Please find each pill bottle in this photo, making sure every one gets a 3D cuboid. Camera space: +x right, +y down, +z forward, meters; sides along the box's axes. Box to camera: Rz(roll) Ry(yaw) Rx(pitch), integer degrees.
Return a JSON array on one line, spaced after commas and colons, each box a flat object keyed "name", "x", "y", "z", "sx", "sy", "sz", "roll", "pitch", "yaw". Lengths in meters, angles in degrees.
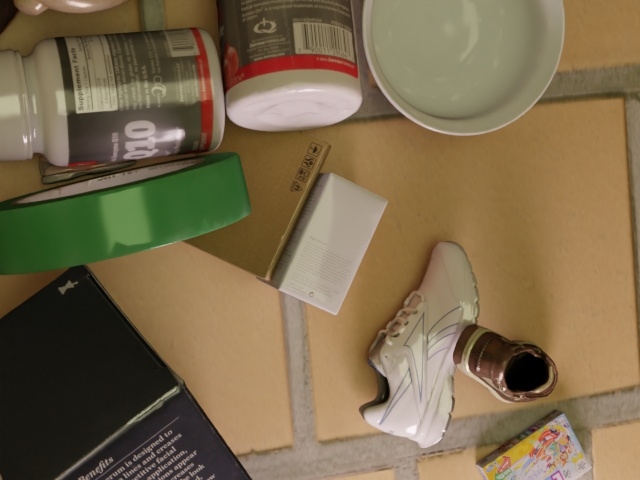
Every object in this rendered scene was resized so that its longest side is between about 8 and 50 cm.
[{"name": "pill bottle", "x": -0.274, "y": -0.178, "z": 1.502, "sx": 0.283, "sy": 0.161, "sz": 0.161, "roll": -7, "pitch": 97, "yaw": -16}, {"name": "pill bottle", "x": -0.047, "y": -0.313, "z": 1.529, "sx": 0.176, "sy": 0.176, "sz": 0.319, "roll": -2, "pitch": 77, "yaw": -17}]

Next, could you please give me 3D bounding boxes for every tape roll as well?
[{"name": "tape roll", "x": -0.247, "y": -0.036, "z": 1.439, "sx": 0.321, "sy": 0.321, "sz": 0.077, "roll": -15, "pitch": 98, "yaw": -15}]

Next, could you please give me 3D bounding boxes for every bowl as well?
[{"name": "bowl", "x": 0.176, "y": -0.293, "z": 1.643, "sx": 0.297, "sy": 0.134, "sz": 0.298, "roll": -1, "pitch": 95, "yaw": -16}]

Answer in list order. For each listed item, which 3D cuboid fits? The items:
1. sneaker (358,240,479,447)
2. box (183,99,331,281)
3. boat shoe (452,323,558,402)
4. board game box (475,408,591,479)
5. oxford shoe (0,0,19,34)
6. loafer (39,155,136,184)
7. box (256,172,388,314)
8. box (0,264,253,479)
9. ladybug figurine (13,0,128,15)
[{"name": "sneaker", "x": 0.141, "y": 0.143, "z": 1.688, "sx": 0.129, "sy": 0.111, "sz": 0.297, "roll": 13, "pitch": 90, "yaw": -12}, {"name": "box", "x": -0.100, "y": -0.069, "z": 1.596, "sx": 0.164, "sy": 0.021, "sz": 0.201, "roll": 24, "pitch": 88, "yaw": 16}, {"name": "boat shoe", "x": 0.284, "y": 0.190, "z": 1.680, "sx": 0.257, "sy": 0.095, "sz": 0.095, "roll": 20, "pitch": 91, "yaw": -52}, {"name": "board game box", "x": 0.322, "y": 0.340, "z": 1.798, "sx": 0.154, "sy": 0.026, "sz": 0.103, "roll": -32, "pitch": 103, "yaw": -12}, {"name": "oxford shoe", "x": -0.427, "y": -0.288, "z": 1.478, "sx": 0.096, "sy": 0.098, "sz": 0.271, "roll": 25, "pitch": 87, "yaw": -17}, {"name": "loafer", "x": -0.306, "y": -0.104, "z": 1.562, "sx": 0.125, "sy": 0.045, "sz": 0.039, "roll": -13, "pitch": 92, "yaw": -13}, {"name": "box", "x": 0.000, "y": 0.000, "z": 1.617, "sx": 0.091, "sy": 0.130, "sz": 0.171, "roll": 26, "pitch": 88, "yaw": -17}, {"name": "box", "x": -0.221, "y": 0.276, "z": 1.417, "sx": 0.212, "sy": 0.293, "sz": 0.395, "roll": -37, "pitch": 129, "yaw": -11}, {"name": "ladybug figurine", "x": -0.278, "y": -0.472, "z": 1.448, "sx": 0.305, "sy": 0.162, "sz": 0.449, "roll": 33, "pitch": 73, "yaw": -31}]
